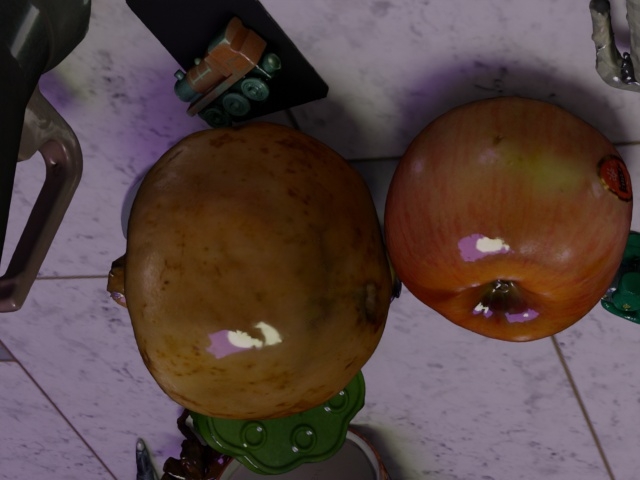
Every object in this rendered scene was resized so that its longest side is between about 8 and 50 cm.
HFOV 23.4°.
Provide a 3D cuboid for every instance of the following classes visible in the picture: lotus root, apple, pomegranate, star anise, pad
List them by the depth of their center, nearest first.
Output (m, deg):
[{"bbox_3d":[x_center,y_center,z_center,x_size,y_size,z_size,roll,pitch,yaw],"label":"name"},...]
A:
[{"bbox_3d":[0.149,-0.015,1.222,0.209,0.164,0.209,11,145,7],"label":"apple"},{"bbox_3d":[-0.059,0.027,1.265,0.248,0.248,0.248,12,144,9],"label":"pomegranate"},{"bbox_3d":[-0.075,-0.159,1.267,0.112,0.003,0.157,-12,134,35],"label":"pad"},{"bbox_3d":[-0.071,0.144,1.549,0.186,0.186,0.186,12,144,9],"label":"lotus root"},{"bbox_3d":[-0.139,0.240,1.770,0.097,0.070,0.190,-4,145,-15],"label":"star anise"}]

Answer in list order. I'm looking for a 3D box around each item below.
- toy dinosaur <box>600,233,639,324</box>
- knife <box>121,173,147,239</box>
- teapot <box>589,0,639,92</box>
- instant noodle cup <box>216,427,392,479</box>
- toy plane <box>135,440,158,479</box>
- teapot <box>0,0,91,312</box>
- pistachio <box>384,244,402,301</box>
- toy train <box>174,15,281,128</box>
[{"bbox_3d":[0.269,0.044,1.343,0.132,0.059,0.096,10,150,-2],"label":"toy dinosaur"},{"bbox_3d":[-0.135,-0.048,1.425,0.058,0.032,0.244,31,146,-24],"label":"knife"},{"bbox_3d":[0.234,-0.166,1.062,0.107,0.077,0.200,6,142,22],"label":"teapot"},{"bbox_3d":[-0.005,0.333,1.699,0.250,0.250,0.192,0,131,23],"label":"instant noodle cup"},{"bbox_3d":[-0.208,0.349,1.921,0.192,0.088,0.262,-11,140,-7],"label":"toy plane"},{"bbox_3d":[-0.311,-0.075,1.191,0.253,0.344,0.300,-7,137,32],"label":"teapot"},{"bbox_3d":[0.000,0.000,1.404,0.173,0.049,0.089,39,119,-11],"label":"pistachio"},{"bbox_3d":[-0.079,-0.133,1.264,0.064,0.044,0.103,37,138,-19],"label":"toy train"}]
